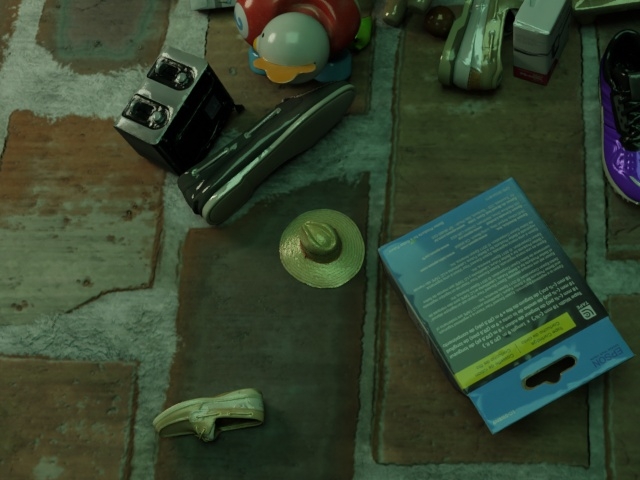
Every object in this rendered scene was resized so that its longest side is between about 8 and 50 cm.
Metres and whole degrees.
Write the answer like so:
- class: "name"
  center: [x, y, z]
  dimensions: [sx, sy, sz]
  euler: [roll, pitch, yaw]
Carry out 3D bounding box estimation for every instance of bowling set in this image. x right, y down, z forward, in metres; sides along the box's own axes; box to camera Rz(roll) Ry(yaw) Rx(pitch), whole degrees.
- class: "bowling set"
  center: [0.156, -0.452, 2.026]
  dimensions: [0.200, 0.287, 0.154]
  euler: [31, 76, -25]

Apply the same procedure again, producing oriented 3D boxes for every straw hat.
- class: "straw hat"
  center: [0.000, 0.000, 1.875]
  dimensions: [0.145, 0.061, 0.144]
  euler: [-3, 65, 7]

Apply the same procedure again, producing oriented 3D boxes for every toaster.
- class: "toaster"
  center: [-0.233, -0.207, 1.952]
  dimensions: [0.110, 0.185, 0.168]
  euler: [27, 80, 22]

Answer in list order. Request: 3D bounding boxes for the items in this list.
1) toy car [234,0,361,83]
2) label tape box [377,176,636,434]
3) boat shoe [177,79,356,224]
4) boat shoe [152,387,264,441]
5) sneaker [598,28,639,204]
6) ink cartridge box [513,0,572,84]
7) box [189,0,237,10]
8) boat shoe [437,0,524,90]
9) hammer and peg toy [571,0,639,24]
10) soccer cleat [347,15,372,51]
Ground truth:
- class: "toy car"
  center: [-0.057, -0.326, 1.904]
  dimensions: [0.210, 0.219, 0.238]
  euler: [8, 39, 12]
- class: "label tape box"
  center: [0.270, 0.105, 1.761]
  dimensions: [0.241, 0.106, 0.333]
  euler: [-28, 65, -4]
- class: "boat shoe"
  center: [-0.091, -0.167, 1.940]
  dimensions: [0.335, 0.112, 0.095]
  euler: [-42, 71, -8]
- class: "boat shoe"
  center: [-0.165, 0.269, 1.772]
  dimensions: [0.170, 0.063, 0.059]
  euler: [-16, 58, 0]
- class: "sneaker"
  center: [0.488, -0.202, 1.851]
  dimensions: [0.102, 0.146, 0.293]
  euler: [-7, 64, 5]
- class: "ink cartridge box"
  center: [0.361, -0.343, 1.933]
  dimensions: [0.063, 0.150, 0.109]
  euler: [22, 70, 17]
- class: "box"
  center: [-0.144, -0.486, 2.092]
  dimensions: [0.186, 0.038, 0.145]
  euler: [-5, 106, 7]
- class: "boat shoe"
  center: [0.293, -0.386, 1.994]
  dimensions: [0.103, 0.113, 0.302]
  euler: [17, 79, 14]
- class: "hammer and peg toy"
  center: [0.528, -0.549, 2.018]
  dimensions: [0.266, 0.127, 0.361]
  euler: [-7, 64, 5]
- class: "soccer cleat"
  center: [0.002, -0.375, 2.058]
  dimensions: [0.179, 0.060, 0.072]
  euler: [13, 58, 7]
